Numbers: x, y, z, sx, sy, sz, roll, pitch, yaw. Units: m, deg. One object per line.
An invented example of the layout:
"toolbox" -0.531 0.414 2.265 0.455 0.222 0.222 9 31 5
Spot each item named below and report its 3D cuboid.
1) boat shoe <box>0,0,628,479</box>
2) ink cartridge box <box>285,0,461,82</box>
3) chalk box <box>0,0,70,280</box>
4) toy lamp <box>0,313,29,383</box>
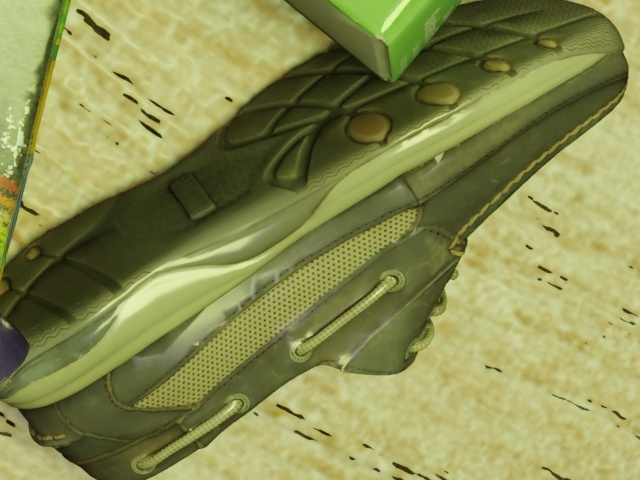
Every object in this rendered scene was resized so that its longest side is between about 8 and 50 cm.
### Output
"boat shoe" 0.000 0.000 0.805 0.355 0.132 0.130 -29 120 0
"ink cartridge box" 0.043 -0.242 0.716 0.198 0.115 0.273 40 89 6
"chalk box" -0.212 -0.086 0.683 0.180 0.179 0.289 13 98 -18
"toy lamp" -0.196 -0.061 0.556 0.080 0.080 0.274 -28 106 -9
